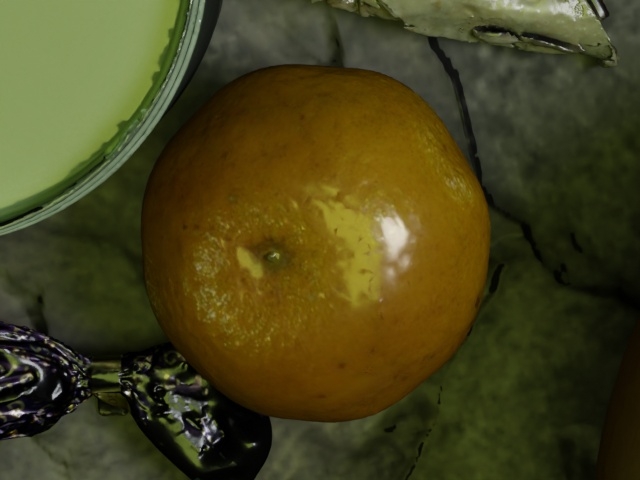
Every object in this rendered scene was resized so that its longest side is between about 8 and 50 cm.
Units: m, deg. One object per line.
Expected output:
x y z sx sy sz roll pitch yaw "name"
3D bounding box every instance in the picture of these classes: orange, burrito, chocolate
0.000 0.000 0.690 0.154 0.134 0.155 3 97 23 "orange"
0.065 -0.114 0.706 0.149 0.041 0.055 9 114 -5 "burrito"
-0.095 0.073 0.741 0.147 0.070 0.072 12 91 -13 "chocolate"

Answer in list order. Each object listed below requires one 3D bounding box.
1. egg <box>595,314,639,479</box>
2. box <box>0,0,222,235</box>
0.257 0.081 0.621 0.282 0.282 0.351 26 102 -5 "egg"
-0.153 -0.119 0.651 0.226 0.149 0.226 0 101 -1 "box"
